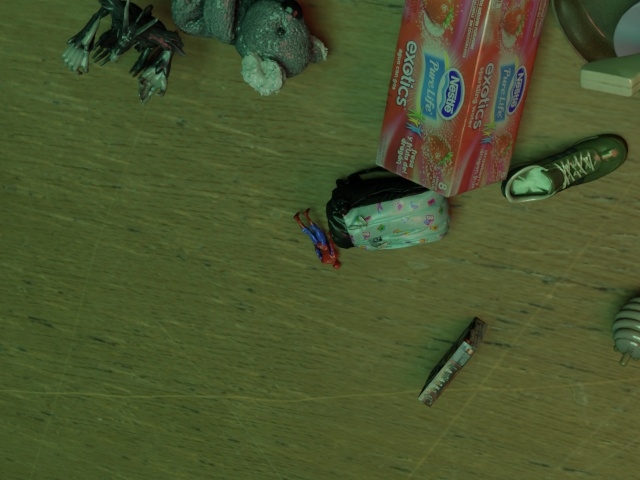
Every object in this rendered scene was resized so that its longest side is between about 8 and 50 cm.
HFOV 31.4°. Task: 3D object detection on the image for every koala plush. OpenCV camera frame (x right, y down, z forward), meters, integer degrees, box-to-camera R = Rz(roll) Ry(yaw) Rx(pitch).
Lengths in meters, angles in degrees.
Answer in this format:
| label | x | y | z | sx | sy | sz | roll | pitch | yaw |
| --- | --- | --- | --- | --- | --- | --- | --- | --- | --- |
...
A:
| label | x | y | z | sx | sy | sz | roll | pitch | yaw |
| --- | --- | --- | --- | --- | --- | --- | --- | --- | --- |
| koala plush | -0.095 | -0.326 | 1.689 | 0.221 | 0.196 | 0.203 | 47 | 130 | -4 |

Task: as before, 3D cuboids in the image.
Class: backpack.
| label | x | y | z | sx | sy | sz | roll | pitch | yaw |
| --- | --- | --- | --- | --- | --- | --- | --- | --- | --- |
| backpack | 0.109 | -0.046 | 1.756 | 0.182 | 0.152 | 0.115 | -9 | 113 | 10 |

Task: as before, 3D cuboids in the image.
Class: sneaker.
| label | x | y | z | sx | sy | sz | roll | pitch | yaw |
| --- | --- | --- | --- | --- | --- | --- | --- | --- | --- |
| sneaker | 0.354 | -0.096 | 1.666 | 0.192 | 0.086 | 0.064 | -17 | 104 | 25 |

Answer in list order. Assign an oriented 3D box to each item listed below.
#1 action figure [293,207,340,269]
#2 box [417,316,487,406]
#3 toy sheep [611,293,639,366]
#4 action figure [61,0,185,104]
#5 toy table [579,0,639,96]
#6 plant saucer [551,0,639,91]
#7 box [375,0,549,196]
| label | x | y | z | sx | sy | sz | roll | pitch | yaw |
| --- | --- | --- | --- | --- | --- | --- | --- | --- | --- |
| action figure | 0.000 | 0.000 | 1.867 | 0.038 | 0.030 | 0.115 | -22 | 107 | 31 |
| box | 0.213 | 0.195 | 1.832 | 0.027 | 0.094 | 0.137 | 36 | 118 | 3 |
| toy sheep | 0.477 | 0.135 | 1.702 | 0.091 | 0.132 | 0.091 | 22 | 156 | 10 |
| action figure | -0.290 | -0.287 | 1.717 | 0.164 | 0.276 | 0.141 | 28 | 89 | -8 |
| toy table | 0.480 | -0.215 | 1.428 | 0.274 | 0.161 | 0.252 | 5 | 125 | 38 |
| plant saucer | 0.464 | -0.334 | 1.509 | 0.311 | 0.050 | 0.310 | 16 | 135 | 17 |
| box | 0.200 | -0.231 | 1.610 | 0.142 | 0.154 | 0.300 | 28 | 120 | 35 |
